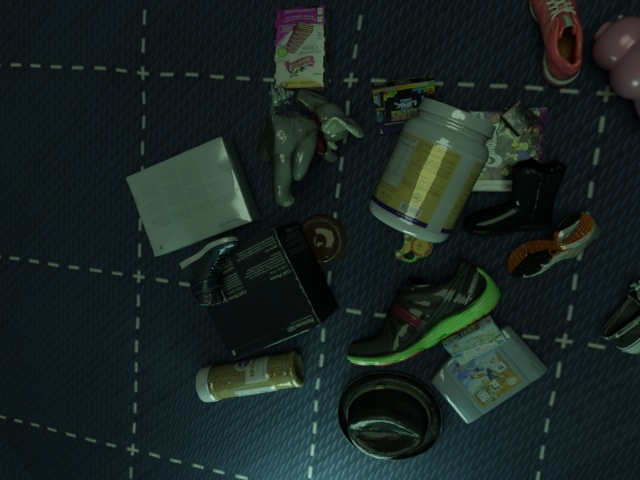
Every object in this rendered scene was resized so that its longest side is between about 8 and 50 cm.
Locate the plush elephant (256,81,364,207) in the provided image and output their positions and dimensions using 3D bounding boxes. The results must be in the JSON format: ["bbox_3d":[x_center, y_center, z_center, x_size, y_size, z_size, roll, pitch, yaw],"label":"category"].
[{"bbox_3d":[-0.030,-0.306,1.329,0.256,0.271,0.329,-7,135,-20],"label":"plush elephant"}]

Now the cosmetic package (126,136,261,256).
[{"bbox_3d":[-0.419,-0.138,1.505,0.378,0.097,0.284,-18,91,16],"label":"cosmetic package"}]

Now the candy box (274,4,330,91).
[{"bbox_3d":[-0.055,-0.572,1.372,0.159,0.071,0.233,2,98,13],"label":"candy box"}]

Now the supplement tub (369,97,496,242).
[{"bbox_3d":[0.298,-0.186,1.227,0.241,0.241,0.331,26,106,10],"label":"supplement tub"}]

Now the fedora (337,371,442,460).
[{"bbox_3d":[0.206,0.574,1.410,0.335,0.152,0.333,2,98,14],"label":"fedora"}]

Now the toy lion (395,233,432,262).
[{"bbox_3d":[0.288,0.024,1.385,0.096,0.034,0.100,24,102,2],"label":"toy lion"}]

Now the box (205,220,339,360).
[{"bbox_3d":[-0.175,0.156,1.425,0.344,0.179,0.312,-25,89,22],"label":"box"}]

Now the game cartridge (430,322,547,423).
[{"bbox_3d":[0.491,0.393,1.369,0.297,0.062,0.198,-42,90,15],"label":"game cartridge"}]

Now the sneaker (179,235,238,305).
[{"bbox_3d":[-0.296,0.093,1.307,0.226,0.086,0.163,-31,76,31],"label":"sneaker"}]

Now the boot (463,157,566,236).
[{"bbox_3d":[0.517,-0.119,1.231,0.247,0.094,0.207,-4,128,9],"label":"boot"}]

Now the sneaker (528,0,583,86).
[{"bbox_3d":[0.624,-0.567,1.170,0.116,0.136,0.313,-13,94,14],"label":"sneaker"}]

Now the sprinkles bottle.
[{"bbox_3d":[-0.234,0.454,1.521,0.356,0.121,0.121,-14,93,15],"label":"sprinkles bottle"}]

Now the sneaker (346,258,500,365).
[{"bbox_3d":[0.283,0.222,1.358,0.483,0.185,0.202,-33,70,12],"label":"sneaker"}]

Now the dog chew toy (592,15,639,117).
[{"bbox_3d":[0.820,-0.420,1.114,0.332,0.207,0.206,46,105,13],"label":"dog chew toy"}]

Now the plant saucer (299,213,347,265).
[{"bbox_3d":[0.000,0.000,1.453,0.169,0.029,0.168,2,98,14],"label":"plant saucer"}]

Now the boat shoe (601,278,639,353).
[{"bbox_3d":[0.873,0.157,1.212,0.105,0.113,0.306,28,113,-6],"label":"boat shoe"}]

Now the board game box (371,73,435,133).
[{"bbox_3d":[0.241,-0.385,1.299,0.171,0.048,0.141,-5,129,15],"label":"board game box"}]

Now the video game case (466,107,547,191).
[{"bbox_3d":[0.516,-0.252,1.285,0.211,0.042,0.231,3,97,12],"label":"video game case"}]

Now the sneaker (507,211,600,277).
[{"bbox_3d":[0.651,0.033,1.262,0.262,0.121,0.099,-41,46,35],"label":"sneaker"}]

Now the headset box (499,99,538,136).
[{"bbox_3d":[0.534,-0.333,1.232,0.062,0.032,0.083,-41,88,13],"label":"headset box"}]

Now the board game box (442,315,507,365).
[{"bbox_3d":[0.441,0.288,1.301,0.154,0.026,0.103,-34,120,15],"label":"board game box"}]
